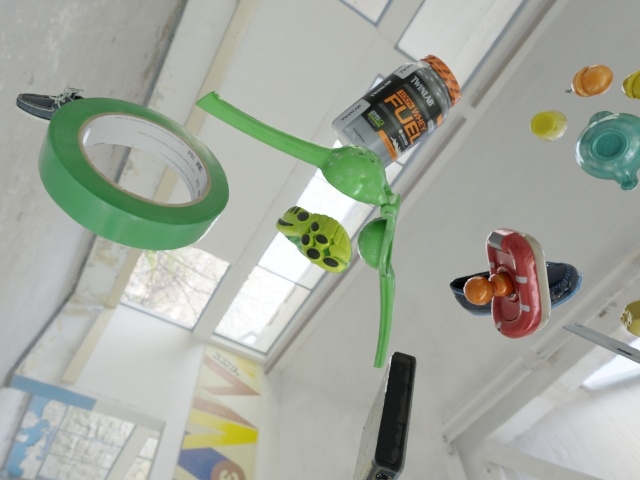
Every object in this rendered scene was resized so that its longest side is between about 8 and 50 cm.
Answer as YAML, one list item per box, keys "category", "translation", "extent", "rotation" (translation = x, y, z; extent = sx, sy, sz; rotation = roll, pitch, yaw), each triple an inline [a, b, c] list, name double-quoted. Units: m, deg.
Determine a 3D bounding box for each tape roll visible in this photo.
- category: "tape roll"
  translation: [-0.331, -0.129, 0.779]
  extent: [0.077, 0.321, 0.321]
  rotation: [-46, -155, 32]

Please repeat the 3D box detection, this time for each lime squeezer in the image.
- category: "lime squeezer"
  translation: [0.023, -0.009, 0.364]
  extent: [0.110, 0.310, 0.059]
  rotation: [-29, -162, 11]

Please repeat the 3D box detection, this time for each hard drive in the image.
- category: "hard drive"
  translation: [0.049, 0.171, 0.351]
  extent: [0.094, 0.022, 0.135]
  rotation: [-67, 169, -48]

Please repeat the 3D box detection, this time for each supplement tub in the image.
- category: "supplement tub"
  translation: [0.123, -0.203, 0.679]
  extent: [0.190, 0.117, 0.117]
  rotation: [-39, -158, 4]

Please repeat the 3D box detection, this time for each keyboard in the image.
- category: "keyboard"
  translation: [0.686, 0.250, 0.938]
  extent: [0.256, 0.072, 0.014]
  rotation: [28, -63, 47]

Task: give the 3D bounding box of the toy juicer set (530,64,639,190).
- category: "toy juicer set"
  translation: [0.612, -0.217, 0.831]
  extent: [0.329, 0.089, 0.209]
  rotation: [50, -54, 27]

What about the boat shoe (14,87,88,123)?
- category: "boat shoe"
  translation: [-0.594, -0.321, 1.015]
  extent: [0.095, 0.254, 0.079]
  rotation: [-95, -156, -44]

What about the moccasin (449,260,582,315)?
- category: "moccasin"
  translation: [0.462, 0.121, 1.048]
  extent: [0.342, 0.117, 0.138]
  rotation: [-33, -161, 53]

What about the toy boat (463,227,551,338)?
- category: "toy boat"
  translation: [0.375, 0.096, 0.875]
  extent: [0.151, 0.151, 0.231]
  rotation: [-118, -166, -78]

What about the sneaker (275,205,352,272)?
- category: "sneaker"
  translation: [0.000, 0.000, 0.982]
  extent: [0.109, 0.123, 0.295]
  rotation: [-48, -147, -3]

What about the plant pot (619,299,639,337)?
- category: "plant pot"
  translation: [0.814, 0.199, 1.051]
  extent: [0.081, 0.083, 0.081]
  rotation: [-80, 168, -56]
